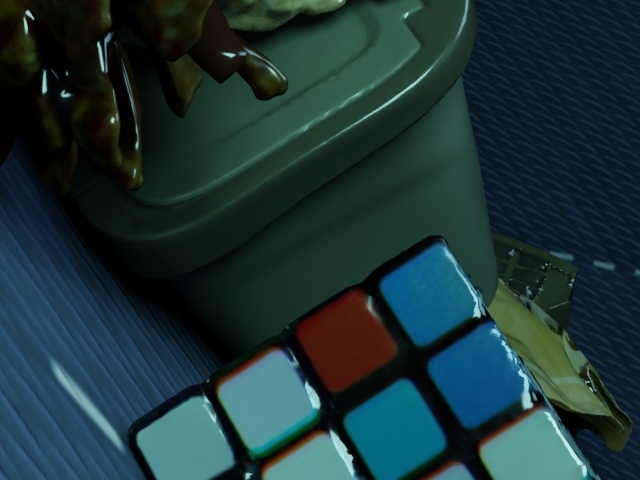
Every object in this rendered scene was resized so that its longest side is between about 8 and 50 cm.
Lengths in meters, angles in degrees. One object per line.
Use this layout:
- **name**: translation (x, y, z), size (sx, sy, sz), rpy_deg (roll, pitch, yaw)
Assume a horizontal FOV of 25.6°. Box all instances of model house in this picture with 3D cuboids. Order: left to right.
- **model house**: translation (0.110, 0.127, 1.299), size (0.204, 0.211, 0.243), rpy_deg (18, 33, 10)

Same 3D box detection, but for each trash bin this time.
- **trash bin**: translation (-0.016, -0.049, 0.778), size (0.220, 0.219, 0.250), rpy_deg (62, 0, 36)

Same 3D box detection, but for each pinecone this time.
- **pinecone**: translation (-0.096, -0.128, 0.522), size (0.201, 0.202, 0.229), rpy_deg (16, -32, 15)

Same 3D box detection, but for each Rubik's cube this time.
- **Rubik's cube**: translation (0.037, 0.111, 0.589), size (0.155, 0.151, 0.154), rpy_deg (59, 6, 16)

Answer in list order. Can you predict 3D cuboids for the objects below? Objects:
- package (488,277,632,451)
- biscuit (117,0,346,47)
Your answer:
- **package**: translation (0.101, 0.059, 1.117), size (0.221, 0.165, 0.311), rpy_deg (92, -25, -43)
- **biscuit**: translation (-0.070, -0.147, 0.676), size (0.033, 0.224, 0.144), rpy_deg (74, 6, -49)
